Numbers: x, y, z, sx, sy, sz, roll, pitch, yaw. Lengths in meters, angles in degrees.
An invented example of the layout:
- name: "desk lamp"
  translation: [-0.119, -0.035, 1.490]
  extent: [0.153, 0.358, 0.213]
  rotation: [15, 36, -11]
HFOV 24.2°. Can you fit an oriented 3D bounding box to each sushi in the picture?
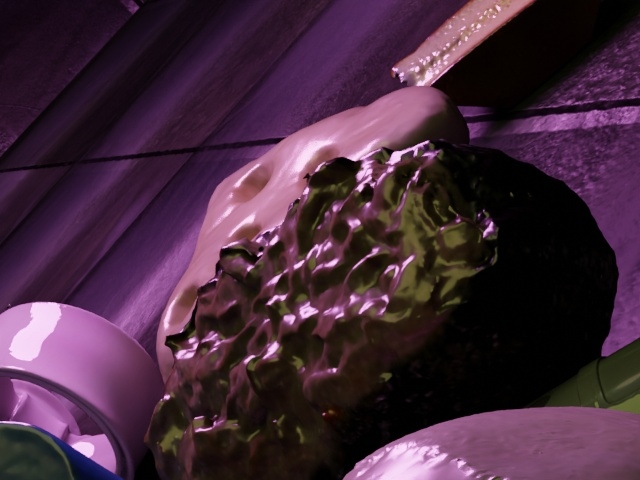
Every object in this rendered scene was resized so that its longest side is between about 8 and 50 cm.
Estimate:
- name: "sushi"
  translation: [0.031, 0.072, 0.998]
  extent: [0.350, 0.171, 0.211]
  rotation: [-41, 43, 36]

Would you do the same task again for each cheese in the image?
- name: "cheese"
  translation: [0.000, 0.000, 1.419]
  extent: [0.328, 0.129, 0.351]
  rotation: [-32, 24, 28]

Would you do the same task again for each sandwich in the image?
- name: "sandwich"
  translation: [0.200, -0.211, 1.524]
  extent: [0.258, 0.096, 0.094]
  rotation: [-39, 28, 6]

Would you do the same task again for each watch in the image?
- name: "watch"
  translation: [-0.289, 0.172, 1.450]
  extent: [0.231, 0.244, 0.196]
  rotation: [-34, 22, 40]

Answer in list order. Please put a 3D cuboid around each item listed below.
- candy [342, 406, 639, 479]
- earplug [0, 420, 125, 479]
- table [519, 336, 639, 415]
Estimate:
- name: "candy"
  translation: [0.112, 0.189, 0.709]
  extent: [0.295, 0.185, 0.295]
  rotation: [-5, 52, 7]
- name: "earplug"
  translation: [-0.156, 0.222, 1.027]
  extent: [0.132, 0.273, 0.132]
  rotation: [-8, 67, 19]
- name: "table"
  translation: [0.219, 0.105, 0.856]
  extent: [0.220, 0.126, 0.126]
  rotation: [-34, 23, 20]
